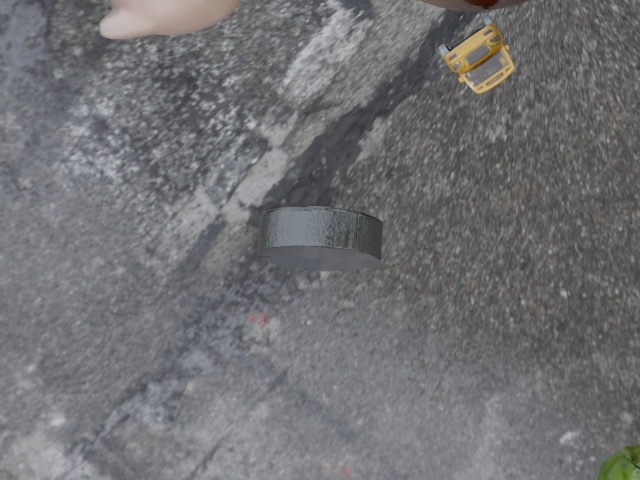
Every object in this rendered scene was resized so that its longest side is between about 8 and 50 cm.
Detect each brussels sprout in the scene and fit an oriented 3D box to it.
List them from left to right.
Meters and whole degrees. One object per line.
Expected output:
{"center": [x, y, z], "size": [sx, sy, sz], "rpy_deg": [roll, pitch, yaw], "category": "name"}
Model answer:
{"center": [0.179, 0.142, 0.491], "size": [0.083, 0.046, 0.051], "rpy_deg": [37, 78, -17], "category": "brussels sprout"}

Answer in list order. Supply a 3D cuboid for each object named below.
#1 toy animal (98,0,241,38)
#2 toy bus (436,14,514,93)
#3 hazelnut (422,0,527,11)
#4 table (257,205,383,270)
{"center": [-0.129, -0.286, 0.737], "size": [0.154, 0.166, 0.250], "rpy_deg": [-15, 114, 0], "category": "toy animal"}
{"center": [0.192, -0.219, 1.133], "size": [0.069, 0.162, 0.074], "rpy_deg": [-33, 93, 15], "category": "toy bus"}
{"center": [0.188, -0.469, 1.091], "size": [0.359, 0.359, 0.409], "rpy_deg": [17, 122, 6], "category": "hazelnut"}
{"center": [0.000, 0.000, 1.012], "size": [0.133, 0.133, 0.043], "rpy_deg": [1, 77, 13], "category": "table"}
